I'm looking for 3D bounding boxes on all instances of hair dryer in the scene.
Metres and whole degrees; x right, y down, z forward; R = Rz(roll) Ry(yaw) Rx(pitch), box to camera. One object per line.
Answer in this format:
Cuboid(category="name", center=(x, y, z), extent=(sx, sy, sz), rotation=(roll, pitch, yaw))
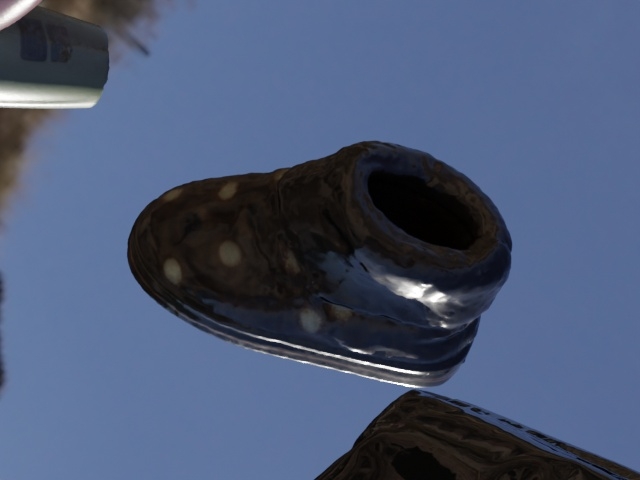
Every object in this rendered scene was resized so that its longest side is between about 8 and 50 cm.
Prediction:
Cuboid(category="hair dryer", center=(-0.124, -0.091, 0.773), extent=(0.154, 0.106, 0.054), rotation=(156, -62, -65))

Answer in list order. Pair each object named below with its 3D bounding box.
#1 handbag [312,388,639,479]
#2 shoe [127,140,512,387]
Cuboid(category="handbag", center=(0.077, 0.235, 0.992), extent=(0.275, 0.178, 0.302), rotation=(-42, -152, -16))
Cuboid(category="shoe", center=(0.000, 0.000, 1.981), extent=(0.171, 0.384, 0.237), rotation=(-72, -179, -48))
